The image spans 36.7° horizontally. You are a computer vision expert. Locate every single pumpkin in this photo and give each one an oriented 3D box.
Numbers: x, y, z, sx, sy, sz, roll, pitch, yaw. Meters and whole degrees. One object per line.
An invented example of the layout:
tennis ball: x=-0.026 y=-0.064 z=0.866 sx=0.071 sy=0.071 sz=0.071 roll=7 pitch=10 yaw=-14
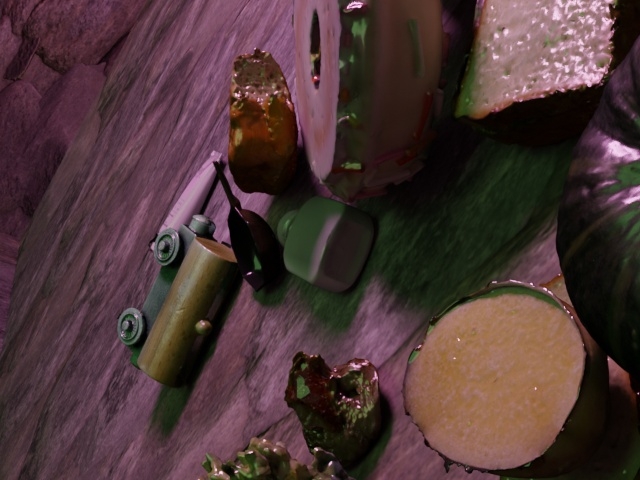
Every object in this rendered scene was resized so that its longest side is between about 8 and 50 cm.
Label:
pumpkin: x=0.295 y=-0.025 z=0.626 sx=0.300 sy=0.207 sz=0.300 roll=-15 pitch=72 yaw=55

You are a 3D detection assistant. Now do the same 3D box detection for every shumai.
shumai: x=0.010 y=0.205 z=1.152 sx=0.139 sy=0.105 sz=0.123 roll=100 pitch=165 yaw=-45

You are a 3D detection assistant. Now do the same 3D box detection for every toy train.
toy train: x=-0.236 y=0.111 z=1.709 sx=0.189 sy=0.126 sz=0.307 roll=32 pitch=101 yaw=32

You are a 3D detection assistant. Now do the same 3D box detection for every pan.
pan: x=-0.105 y=-0.022 z=1.501 sx=0.128 sy=0.048 sz=0.202 roll=40 pitch=144 yaw=48

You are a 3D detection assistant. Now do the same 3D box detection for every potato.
potato: x=0.156 y=0.122 z=0.776 sx=0.164 sy=0.081 sz=0.200 roll=-61 pitch=27 yaw=-6

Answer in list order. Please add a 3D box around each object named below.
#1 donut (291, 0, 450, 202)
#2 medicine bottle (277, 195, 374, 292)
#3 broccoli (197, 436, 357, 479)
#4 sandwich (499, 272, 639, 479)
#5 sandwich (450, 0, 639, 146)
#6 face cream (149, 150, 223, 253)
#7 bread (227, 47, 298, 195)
donut: x=0.057 y=-0.237 z=1.211 sx=0.382 sy=0.142 sz=0.383 roll=177 pitch=90 yaw=-81
medicine bottle: x=0.000 y=0.000 z=1.347 sx=0.183 sy=0.069 sz=0.119 roll=22 pitch=92 yaw=64
broccoli: x=-0.065 y=0.359 z=0.975 sx=0.338 sy=0.317 sz=0.277 roll=42 pitch=114 yaw=30
sandwich: x=0.219 y=0.130 z=0.813 sx=0.186 sy=0.065 sz=0.215 roll=-40 pitch=37 yaw=44
sandwich: x=0.259 y=-0.249 z=0.996 sx=0.271 sy=0.099 sz=0.301 roll=-8 pitch=66 yaw=67
face cream: x=-0.264 y=-0.072 z=1.956 sx=0.244 sy=0.058 sz=0.092 roll=-61 pitch=21 yaw=1
bread: x=-0.086 y=-0.175 z=1.447 sx=0.380 sy=0.109 sz=0.185 roll=125 pitch=145 yaw=-86
